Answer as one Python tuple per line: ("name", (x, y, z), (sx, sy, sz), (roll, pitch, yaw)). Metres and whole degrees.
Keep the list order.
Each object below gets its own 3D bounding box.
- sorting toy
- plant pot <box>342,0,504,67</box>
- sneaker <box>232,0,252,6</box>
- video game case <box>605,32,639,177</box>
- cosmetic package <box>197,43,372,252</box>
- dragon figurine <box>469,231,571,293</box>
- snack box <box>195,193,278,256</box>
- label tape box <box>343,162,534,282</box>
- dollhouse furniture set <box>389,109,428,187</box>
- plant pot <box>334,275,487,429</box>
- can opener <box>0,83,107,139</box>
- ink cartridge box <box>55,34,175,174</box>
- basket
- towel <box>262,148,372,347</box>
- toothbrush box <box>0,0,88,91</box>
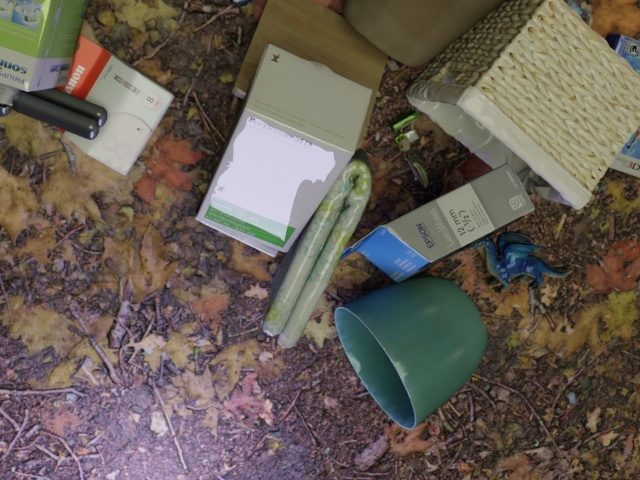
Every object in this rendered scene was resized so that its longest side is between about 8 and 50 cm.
("sorting toy", (-0.022, -0.316, 1.541), (0.257, 0.089, 0.255), (24, 64, -15))
("plant pot", (0.196, -0.484, 1.490), (0.323, 0.323, 0.280), (29, 115, -17))
("sneaker", (-0.114, -0.529, 1.529), (0.083, 0.071, 0.190), (39, 88, -12))
("video game case", (0.687, -0.280, 1.751), (0.244, 0.061, 0.269), (15, 103, -16))
("cosmetic package", (-0.074, -0.148, 1.426), (0.197, 0.365, 0.155), (21, 59, -9))
("dragon figurine", (0.439, 0.033, 1.787), (0.289, 0.085, 0.144), (-3, 108, -8))
("snack box", (-0.101, -0.147, 1.644), (0.187, 0.060, 0.322), (27, 101, -15))
("label tape box", (0.207, -0.004, 1.578), (0.348, 0.249, 0.115), (-28, 84, -13))
("dollhouse furniture set", (0.201, -0.191, 1.680), (0.058, 0.076, 0.151), (-30, 109, 0))
("plant pot", (0.205, 0.209, 1.705), (0.235, 0.293, 0.293), (-30, 110, -16))
("can opener", (-0.542, -0.257, 1.515), (0.280, 0.074, 0.093), (18, 142, -1))
("ink cartridge box", (-0.427, -0.265, 1.554), (0.232, 0.066, 0.189), (30, 100, -22))
("basket", (0.395, -0.278, 1.562), (0.331, 0.328, 0.266), (35, 94, -18))
("towel", (0.000, 0.000, 1.574), (0.090, 0.320, 0.374), (25, 101, -6))
("toothbrush box", (-0.493, -0.416, 1.406), (0.122, 0.206, 0.283), (17, 104, -4))
